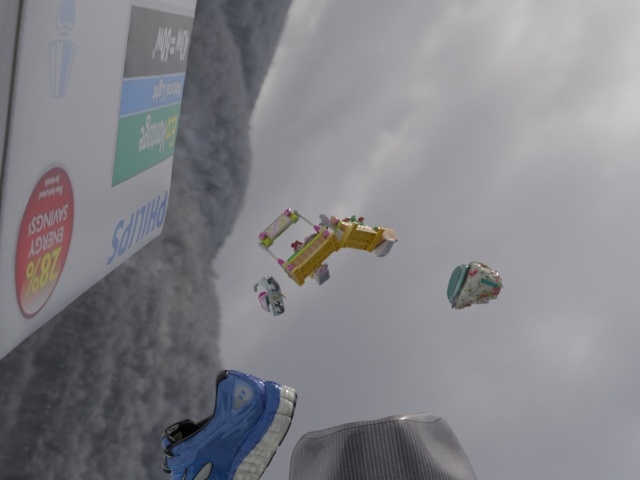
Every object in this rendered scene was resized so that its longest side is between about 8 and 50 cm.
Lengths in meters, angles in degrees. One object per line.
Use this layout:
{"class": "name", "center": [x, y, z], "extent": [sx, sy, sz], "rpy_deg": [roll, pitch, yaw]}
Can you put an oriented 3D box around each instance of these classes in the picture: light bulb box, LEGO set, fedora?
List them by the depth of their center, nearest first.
{"class": "light bulb box", "center": [-0.287, -0.111, 0.583], "extent": [0.358, 0.361, 0.225], "rpy_deg": [-70, 171, -79]}
{"class": "fedora", "center": [0.053, 0.216, 0.844], "extent": [0.275, 0.244, 0.124], "rpy_deg": [67, 12, -70]}
{"class": "LEGO set", "center": [0.000, 0.000, 1.642], "extent": [0.107, 0.287, 0.132], "rpy_deg": [38, -39, 32]}

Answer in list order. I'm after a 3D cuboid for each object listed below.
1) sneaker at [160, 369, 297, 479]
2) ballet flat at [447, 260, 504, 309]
{"class": "sneaker", "center": [-0.162, 0.320, 1.377], "extent": [0.330, 0.147, 0.130], "rpy_deg": [-62, 179, 6]}
{"class": "ballet flat", "center": [0.268, 0.085, 1.738], "extent": [0.241, 0.077, 0.091], "rpy_deg": [48, 60, -87]}
